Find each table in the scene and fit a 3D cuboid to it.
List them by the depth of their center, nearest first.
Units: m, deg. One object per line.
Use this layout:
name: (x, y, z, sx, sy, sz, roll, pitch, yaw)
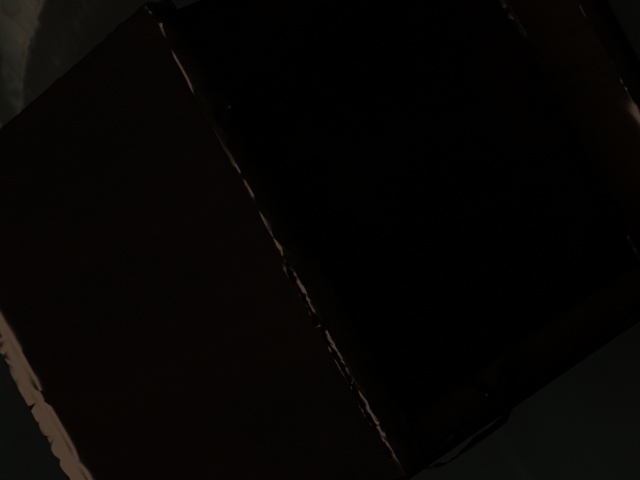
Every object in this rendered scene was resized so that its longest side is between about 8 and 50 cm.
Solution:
table: (0.000, 0.000, 0.635, 0.193, 0.169, 0.172, -28, 91, 54)
